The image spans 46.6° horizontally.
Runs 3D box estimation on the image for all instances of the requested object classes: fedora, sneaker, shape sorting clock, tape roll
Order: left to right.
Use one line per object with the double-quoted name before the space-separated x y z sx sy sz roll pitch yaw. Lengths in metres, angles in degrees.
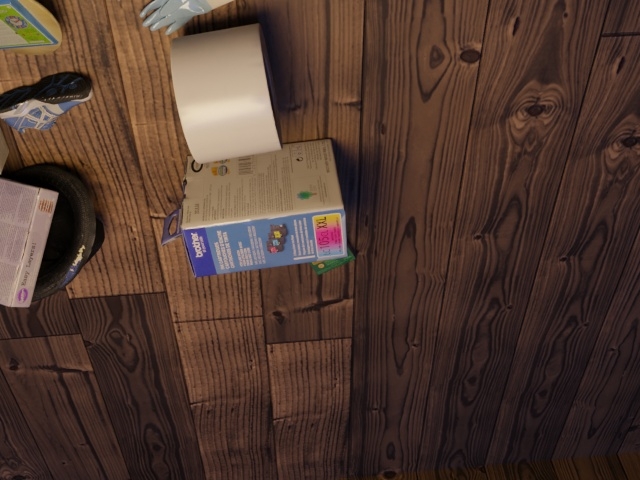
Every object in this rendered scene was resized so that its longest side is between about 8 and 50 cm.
"shape sorting clock" -0.575 -0.405 1.354 0.206 0.040 0.206 7 163 2
"fedora" -0.606 -0.007 1.654 0.334 0.334 0.152 -25 164 15
"sneaker" -0.550 -0.276 1.504 0.211 0.080 0.081 -10 140 15
"tape roll" -0.176 -0.280 1.427 0.169 0.246 0.246 -9 133 1

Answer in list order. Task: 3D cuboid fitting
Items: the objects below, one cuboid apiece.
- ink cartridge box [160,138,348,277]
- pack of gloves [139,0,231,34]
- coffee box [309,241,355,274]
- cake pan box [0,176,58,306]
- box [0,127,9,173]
"ink cartridge box" -0.152 -0.072 1.602 0.395 0.270 0.151 -6 130 -2
"pack of gloves" -0.268 -0.493 1.369 0.232 0.046 0.195 -22 143 17
"coffee box" 0.000 0.000 1.845 0.113 0.040 0.184 -24 131 14
"cake pan box" -0.696 -0.004 1.564 0.245 0.267 0.070 11 177 22
"box" -0.717 -0.196 1.540 0.101 0.087 0.102 -5 133 -2
